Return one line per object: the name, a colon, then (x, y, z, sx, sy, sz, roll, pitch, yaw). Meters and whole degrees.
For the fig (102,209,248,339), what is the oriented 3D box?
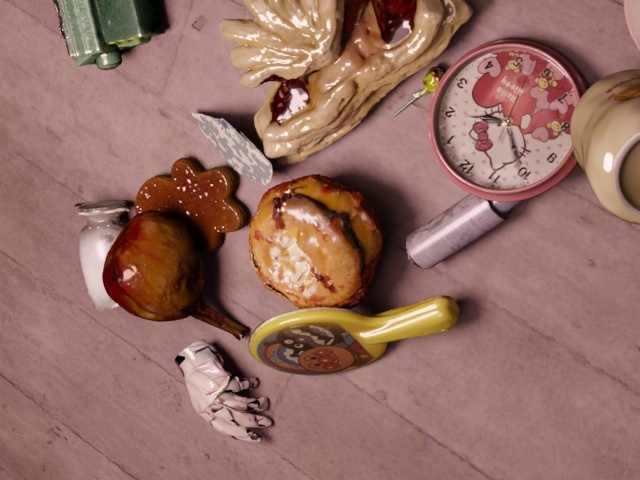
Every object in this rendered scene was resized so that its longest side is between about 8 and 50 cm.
fig: (-0.258, 0.085, 1.799, 0.290, 0.190, 0.190, 44, 121, 3)

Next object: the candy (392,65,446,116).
candy: (0.152, -0.230, 1.590, 0.035, 0.035, 0.123, 48, 132, -5)

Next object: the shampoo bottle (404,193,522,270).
shampoo bottle: (0.229, -0.032, 1.577, 0.214, 0.072, 0.072, -35, 86, 33)

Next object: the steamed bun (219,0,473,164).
steamed bun: (0.002, -0.305, 1.564, 0.428, 0.189, 0.247, -34, 79, 33)

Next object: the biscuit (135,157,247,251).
biscuit: (-0.241, -0.062, 1.847, 0.236, 0.039, 0.180, -9, 105, 31)

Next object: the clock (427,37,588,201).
clock: (0.276, -0.178, 1.494, 0.244, 0.056, 0.244, -1, 87, 19)

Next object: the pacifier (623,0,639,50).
pacifier: (0.539, -0.286, 1.251, 0.332, 0.273, 0.220, 5, 91, 28)

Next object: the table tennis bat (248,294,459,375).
table tennis bat: (0.056, 0.159, 1.680, 0.368, 0.224, 0.054, -16, 54, 22)

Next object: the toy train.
toy train: (-0.376, -0.466, 1.751, 0.178, 0.138, 0.330, -7, 102, 26)

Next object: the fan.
fan: (-0.149, -0.160, 1.736, 0.240, 0.009, 0.131, 35, 151, 39)

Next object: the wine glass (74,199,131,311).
wine glass: (-0.400, 0.026, 1.919, 0.111, 0.111, 0.204, -1, 100, 29)

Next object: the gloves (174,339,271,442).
gloves: (-0.184, 0.292, 1.884, 0.127, 0.111, 0.212, -41, 75, 27)

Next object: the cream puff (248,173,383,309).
cream puff: (-0.001, -0.001, 1.661, 0.240, 0.164, 0.240, 21, 129, 29)

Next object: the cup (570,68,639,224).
cup: (0.461, -0.102, 1.330, 0.255, 0.202, 0.173, 30, 112, -10)
